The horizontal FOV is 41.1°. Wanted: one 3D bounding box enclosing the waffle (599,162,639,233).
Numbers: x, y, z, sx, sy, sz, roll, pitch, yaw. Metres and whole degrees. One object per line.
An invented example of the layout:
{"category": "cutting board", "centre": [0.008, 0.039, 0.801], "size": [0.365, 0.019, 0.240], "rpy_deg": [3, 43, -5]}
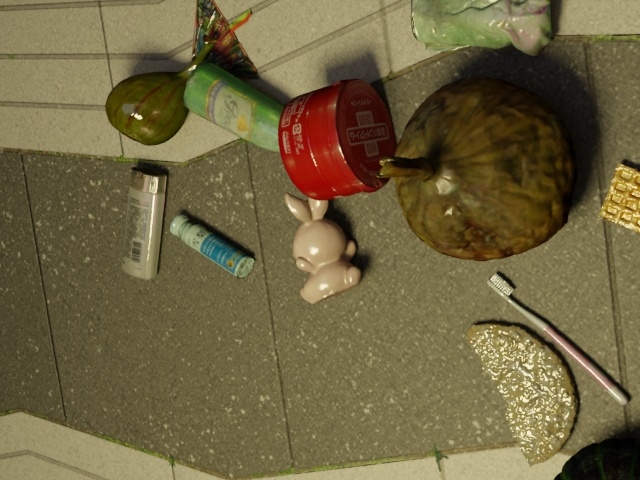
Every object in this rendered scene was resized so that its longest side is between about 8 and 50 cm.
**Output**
{"category": "waffle", "centre": [0.487, -0.051, 1.254], "size": [0.135, 0.021, 0.092], "rpy_deg": [24, 111, 28]}

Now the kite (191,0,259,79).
{"category": "kite", "centre": [-0.200, -0.393, 1.646], "size": [0.183, 0.014, 0.241], "rpy_deg": [-32, 79, 32]}

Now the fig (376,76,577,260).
{"category": "fig", "centre": [0.191, -0.092, 1.243], "size": [0.286, 0.369, 0.286], "rpy_deg": [11, 107, 42]}

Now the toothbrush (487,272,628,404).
{"category": "toothbrush", "centre": [0.378, 0.154, 1.363], "size": [0.286, 0.020, 0.025], "rpy_deg": [45, 112, 19]}

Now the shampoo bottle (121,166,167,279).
{"category": "shampoo bottle", "centre": [-0.371, -0.037, 1.793], "size": [0.086, 0.056, 0.227], "rpy_deg": [18, 108, 31]}

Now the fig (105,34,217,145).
{"category": "fig", "centre": [-0.301, -0.306, 1.674], "size": [0.151, 0.151, 0.259], "rpy_deg": [43, 95, 20]}

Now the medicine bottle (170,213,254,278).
{"category": "medicine bottle", "centre": [-0.218, 0.011, 1.707], "size": [0.191, 0.051, 0.051], "rpy_deg": [32, 114, 24]}

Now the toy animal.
{"category": "toy animal", "centre": [-0.001, 0.000, 1.533], "size": [0.124, 0.124, 0.212], "rpy_deg": [-18, 88, 34]}

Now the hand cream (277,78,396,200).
{"category": "hand cream", "centre": [0.030, -0.166, 1.432], "size": [0.125, 0.193, 0.193], "rpy_deg": [-9, 93, 36]}

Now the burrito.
{"category": "burrito", "centre": [0.248, -0.361, 1.319], "size": [0.229, 0.089, 0.144], "rpy_deg": [13, 108, 33]}

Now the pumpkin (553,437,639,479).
{"category": "pumpkin", "centre": [0.460, 0.417, 1.251], "size": [0.250, 0.216, 0.250], "rpy_deg": [-15, 57, 25]}

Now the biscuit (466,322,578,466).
{"category": "biscuit", "centre": [0.343, 0.235, 1.393], "size": [0.133, 0.032, 0.250], "rpy_deg": [-28, 82, 32]}

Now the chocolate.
{"category": "chocolate", "centre": [-0.118, -0.225, 1.574], "size": [0.291, 0.110, 0.110], "rpy_deg": [32, 114, 22]}
